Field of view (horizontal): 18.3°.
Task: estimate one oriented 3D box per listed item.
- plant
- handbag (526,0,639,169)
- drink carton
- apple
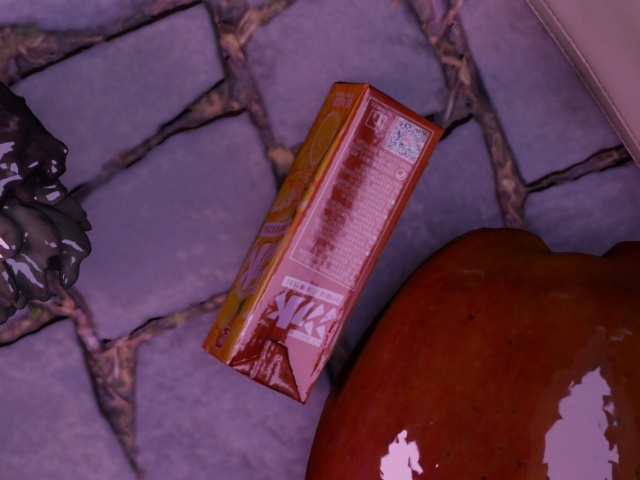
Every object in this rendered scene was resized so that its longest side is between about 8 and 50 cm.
[{"bbox_3d":[-0.238,-0.042,1.348,0.129,0.132,0.194,-36,98,-5],"label":"plant"},{"bbox_3d":[0.305,-0.097,1.423,0.160,0.237,0.358,-38,103,-10],"label":"handbag"},{"bbox_3d":[0.000,0.000,1.426,0.071,0.096,0.223,28,88,-15],"label":"drink carton"},{"bbox_3d":[0.166,0.171,1.435,0.329,0.295,0.365,-5,107,-41],"label":"apple"}]
